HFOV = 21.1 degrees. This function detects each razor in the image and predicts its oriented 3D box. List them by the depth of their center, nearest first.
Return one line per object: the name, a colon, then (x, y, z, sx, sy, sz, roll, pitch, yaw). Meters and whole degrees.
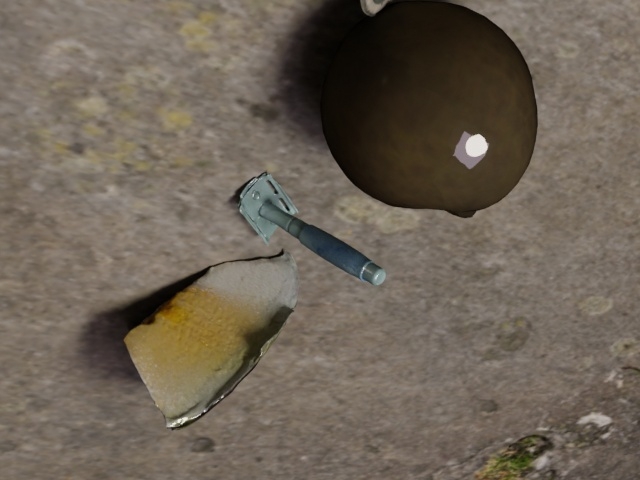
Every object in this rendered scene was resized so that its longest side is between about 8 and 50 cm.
razor: (0.000, 0.000, 1.363, 0.040, 0.135, 0.068, -53, 146, -10)

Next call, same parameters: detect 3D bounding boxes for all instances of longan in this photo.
longan: (0.084, -0.097, 1.299, 0.189, 0.189, 0.189, -23, 142, -19)

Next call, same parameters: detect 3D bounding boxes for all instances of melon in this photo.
melon: (-0.103, 0.084, 1.430, 0.202, 0.093, 0.139, -48, -176, -36)

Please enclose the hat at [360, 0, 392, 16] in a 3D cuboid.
hat: (0.098, -0.269, 1.195, 0.219, 0.164, 0.226, -21, -177, 0)
